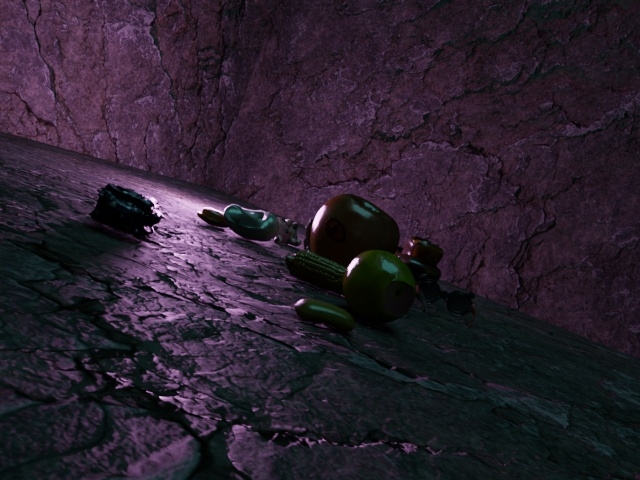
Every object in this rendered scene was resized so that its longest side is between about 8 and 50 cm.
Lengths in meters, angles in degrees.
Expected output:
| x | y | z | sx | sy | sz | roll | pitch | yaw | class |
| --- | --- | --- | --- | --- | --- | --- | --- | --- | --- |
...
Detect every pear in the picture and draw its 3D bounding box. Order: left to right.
| x | y | z | sx | sy | sz | roll | pitch | yaw | class |
| --- | --- | --- | --- | --- | --- | --- | --- | --- | --- |
| 0.141 | 0.114 | 1.422 | 0.187 | 0.188 | 0.219 | 18 | 12 | -28 | pear |

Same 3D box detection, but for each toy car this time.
| x | y | z | sx | sy | sz | roll | pitch | yaw | class |
| --- | --- | --- | --- | --- | --- | --- | --- | --- | --- |
| 0.389 | 0.093 | 2.419 | 0.271 | 0.241 | 0.340 | 20 | 7 | -27 | toy car |

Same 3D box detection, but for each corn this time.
| x | y | z | sx | sy | sz | roll | pitch | yaw | class |
| --- | --- | --- | --- | --- | --- | --- | --- | --- | --- |
| 0.015 | 0.101 | 1.634 | 0.261 | 0.097 | 0.097 | 22 | 4 | -4 | corn |

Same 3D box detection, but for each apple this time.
| x | y | z | sx | sy | sz | roll | pitch | yaw | class |
| --- | --- | --- | --- | --- | --- | --- | --- | --- | --- |
| 0.112 | -0.003 | 2.067 | 0.338 | 0.305 | 0.338 | 29 | 14 | -8 | apple |

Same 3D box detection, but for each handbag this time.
| x | y | z | sx | sy | sz | roll | pitch | yaw | class |
| --- | --- | --- | --- | --- | --- | --- | --- | --- | --- |
| -0.487 | -0.075 | 1.402 | 0.161 | 0.113 | 0.260 | 26 | -4 | -11 | handbag |

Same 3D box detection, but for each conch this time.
| x | y | z | sx | sy | sz | roll | pitch | yaw | class |
| --- | --- | --- | --- | --- | --- | --- | --- | --- | --- |
| -0.272 | -0.063 | 2.133 | 0.220 | 0.121 | 0.185 | 13 | 5 | -7 | conch |

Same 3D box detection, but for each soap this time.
| x | y | z | sx | sy | sz | roll | pitch | yaw | class |
| --- | --- | --- | --- | --- | --- | --- | --- | --- | --- |
| 0.011 | 0.160 | 1.193 | 0.140 | 0.045 | 0.089 | 19 | 1 | -12 | soap |

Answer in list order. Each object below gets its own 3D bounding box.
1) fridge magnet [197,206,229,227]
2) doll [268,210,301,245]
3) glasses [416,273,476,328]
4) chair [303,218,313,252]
| x | y | z | sx | sy | sz | roll | pitch | yaw | class |
| --- | --- | --- | --- | --- | --- | --- | --- | --- | --- |
| -0.418 | -0.089 | 2.169 | 0.142 | 0.063 | 0.143 | 22 | 2 | -1 | fridge magnet |
| -0.162 | -0.040 | 2.424 | 0.095 | 0.150 | 0.192 | -23 | -26 | 25 | doll |
| 0.471 | 0.223 | 2.025 | 0.234 | 0.118 | 0.268 | 22 | 4 | 3 | glasses |
| 0.000 | 0.000 | 2.364 | 0.147 | 0.137 | 0.270 | 7 | -7 | -6 | chair |
